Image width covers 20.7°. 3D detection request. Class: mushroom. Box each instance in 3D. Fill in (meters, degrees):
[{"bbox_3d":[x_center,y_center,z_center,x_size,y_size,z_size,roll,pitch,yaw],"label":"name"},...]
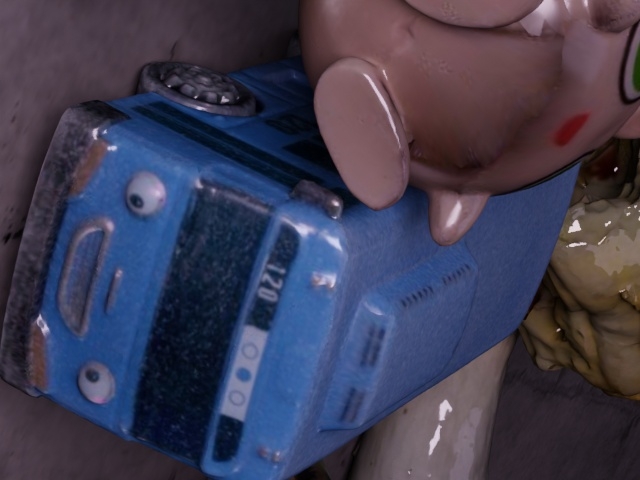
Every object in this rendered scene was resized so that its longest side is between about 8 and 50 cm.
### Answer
[{"bbox_3d":[0.063,0.150,1.024,0.118,0.103,0.270,-24,131,-61],"label":"mushroom"}]

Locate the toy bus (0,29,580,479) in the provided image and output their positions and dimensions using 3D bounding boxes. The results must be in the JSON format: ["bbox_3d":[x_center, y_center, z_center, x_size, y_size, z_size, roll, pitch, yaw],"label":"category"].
[{"bbox_3d":[0.000,0.000,0.657,0.234,0.133,0.116,-24,137,-59],"label":"toy bus"}]

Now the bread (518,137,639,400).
[{"bbox_3d":[0.222,-0.117,0.908,0.370,0.191,0.314,-56,148,-21],"label":"bread"}]

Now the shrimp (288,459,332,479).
[{"bbox_3d":[-0.002,0.268,0.934,0.221,0.110,0.446,-22,138,-15],"label":"shrimp"}]

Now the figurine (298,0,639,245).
[{"bbox_3d":[0.055,-0.069,0.552,0.138,0.125,0.125,-29,141,-58],"label":"figurine"}]
